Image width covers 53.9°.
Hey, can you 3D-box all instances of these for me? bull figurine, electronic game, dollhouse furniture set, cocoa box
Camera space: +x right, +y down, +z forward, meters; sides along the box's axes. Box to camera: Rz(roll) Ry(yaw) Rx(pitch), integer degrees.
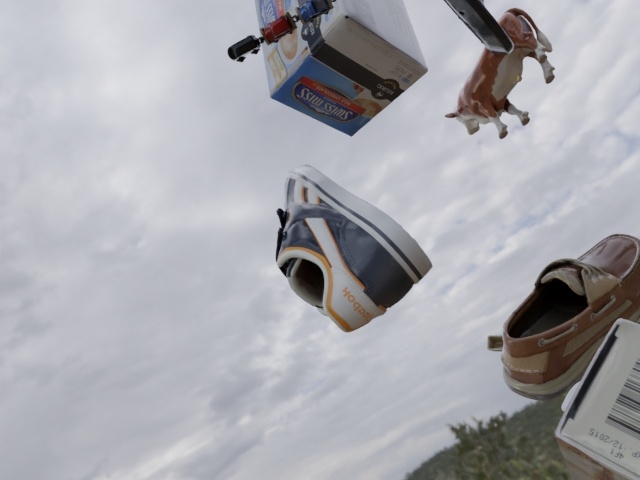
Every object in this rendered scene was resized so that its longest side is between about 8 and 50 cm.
[{"bbox_3d":[0.390,-0.341,1.380,0.101,0.188,0.310,-14,-42,-29],"label":"bull figurine"},{"bbox_3d":[0.227,-0.385,0.998,0.048,0.229,0.229,-41,-27,20],"label":"electronic game"},{"bbox_3d":[0.372,0.204,1.199,0.114,0.091,0.081,-3,-36,23],"label":"dollhouse furniture set"},{"bbox_3d":[0.028,-0.435,1.283,0.231,0.347,0.228,19,-42,-38],"label":"cocoa box"}]

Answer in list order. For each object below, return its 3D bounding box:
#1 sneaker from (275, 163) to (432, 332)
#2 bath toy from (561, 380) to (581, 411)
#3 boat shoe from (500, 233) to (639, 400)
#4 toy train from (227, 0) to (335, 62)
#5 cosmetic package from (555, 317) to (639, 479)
[{"bbox_3d":[0.000,0.000,0.758,0.127,0.321,0.126,-45,-65,-2],"label":"sneaker"},{"bbox_3d":[0.552,0.349,1.093,0.151,0.129,0.348,-58,7,-1],"label":"bath toy"},{"bbox_3d":[0.369,0.083,0.895,0.324,0.123,0.116,-41,-58,-28],"label":"boat shoe"},{"bbox_3d":[-0.052,-0.275,0.810,0.158,0.027,0.036,-25,7,14],"label":"toy train"},{"bbox_3d":[0.369,0.226,0.713,0.153,0.129,0.296,-55,-37,-15],"label":"cosmetic package"}]
